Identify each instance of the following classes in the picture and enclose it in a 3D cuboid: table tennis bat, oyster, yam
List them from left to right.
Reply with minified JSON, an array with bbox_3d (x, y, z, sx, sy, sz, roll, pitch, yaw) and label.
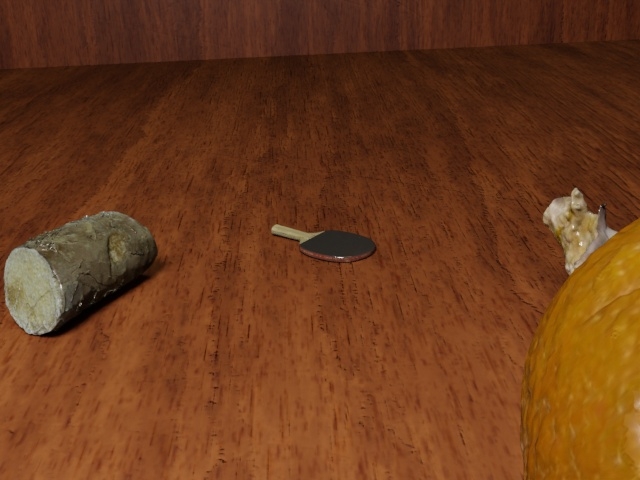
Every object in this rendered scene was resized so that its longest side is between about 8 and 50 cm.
[{"bbox_3d":[-0.277,0.028,0.981,0.107,0.107,0.183,9,23,26],"label":"yam"},{"bbox_3d":[0.000,0.000,1.130,0.157,0.013,0.087,14,28,34],"label":"table tennis bat"},{"bbox_3d":[0.292,0.077,0.770,0.275,0.100,0.271,47,20,9],"label":"oyster"}]

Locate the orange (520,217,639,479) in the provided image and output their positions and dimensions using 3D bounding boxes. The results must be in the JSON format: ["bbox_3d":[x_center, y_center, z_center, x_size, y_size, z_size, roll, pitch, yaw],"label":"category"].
[{"bbox_3d":[0.280,0.119,0.415,0.357,0.322,0.322,5,23,11],"label":"orange"}]
